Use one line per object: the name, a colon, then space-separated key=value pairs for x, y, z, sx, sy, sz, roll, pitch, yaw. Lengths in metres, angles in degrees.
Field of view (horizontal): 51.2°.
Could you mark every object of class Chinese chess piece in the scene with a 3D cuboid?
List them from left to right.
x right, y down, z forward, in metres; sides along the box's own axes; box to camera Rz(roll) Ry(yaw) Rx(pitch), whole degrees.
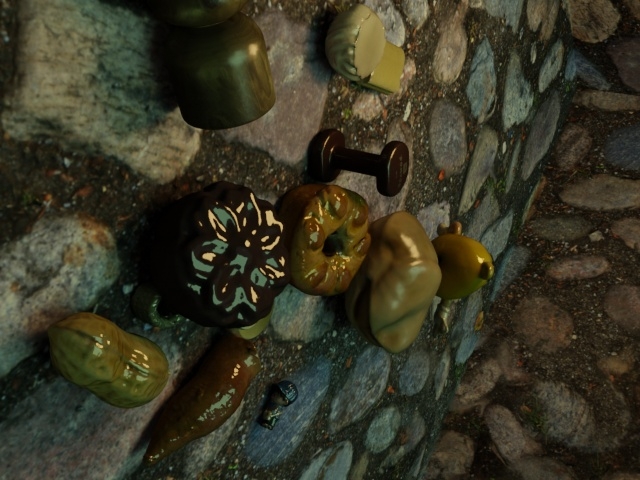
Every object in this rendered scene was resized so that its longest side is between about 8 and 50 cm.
Chinese chess piece: x=-0.170 y=0.159 z=1.554 sx=0.144 sy=0.059 sz=0.144 roll=-32 pitch=131 yaw=-46

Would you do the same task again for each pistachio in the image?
pistachio: x=0.211 y=0.125 z=1.941 sx=0.365 sy=0.282 sz=0.445 roll=-42 pitch=136 yaw=-41

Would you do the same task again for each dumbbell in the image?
dumbbell: x=0.098 y=-0.193 z=1.644 sx=0.124 sy=0.226 sz=0.140 roll=-42 pitch=140 yaw=-46

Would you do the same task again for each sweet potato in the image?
sweet potato: x=-0.252 y=0.356 z=1.446 sx=0.336 sy=0.131 sz=0.131 roll=-53 pitch=145 yaw=-31

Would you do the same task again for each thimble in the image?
thimble: x=-0.311 y=0.126 z=1.296 sx=0.084 sy=0.062 sz=0.110 roll=-62 pitch=148 yaw=-17

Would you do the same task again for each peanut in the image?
peanut: x=-0.366 y=0.208 z=1.164 sx=0.146 sy=0.147 sz=0.305 roll=-62 pitch=148 yaw=-18

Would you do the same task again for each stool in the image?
stool: x=-0.185 y=-0.345 z=1.144 sx=0.179 sy=0.179 sz=0.264 roll=-47 pitch=141 yaw=-37

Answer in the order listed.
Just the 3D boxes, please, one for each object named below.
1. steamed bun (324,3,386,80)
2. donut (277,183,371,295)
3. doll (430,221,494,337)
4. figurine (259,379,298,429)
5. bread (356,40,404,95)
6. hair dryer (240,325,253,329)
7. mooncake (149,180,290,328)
steamed bun: x=0.073 y=-0.469 z=1.585 sx=0.183 sy=0.106 sz=0.182 roll=-38 pitch=139 yaw=-43
donut: x=0.000 y=0.000 z=1.659 sx=0.299 sy=0.150 sz=0.317 roll=-49 pitch=143 yaw=-35
doll: x=0.380 y=0.098 z=2.147 sx=0.161 sy=0.423 sz=0.347 roll=8 pitch=121 yaw=-27
figurine: x=-0.108 y=0.441 z=1.786 sx=0.077 sy=0.080 sz=0.136 roll=163 pitch=-56 yaw=-76
bread: x=0.161 y=-0.465 z=1.775 sx=0.178 sy=0.060 sz=0.139 roll=-6 pitch=110 yaw=-58
hair dryer: x=-0.229 y=0.087 z=1.373 sx=0.073 sy=0.131 sz=0.236 roll=-52 pitch=131 yaw=-27
mooncake: x=-0.179 y=0.030 z=1.281 sx=0.283 sy=0.141 sz=0.282 roll=11 pitch=73 yaw=-39
